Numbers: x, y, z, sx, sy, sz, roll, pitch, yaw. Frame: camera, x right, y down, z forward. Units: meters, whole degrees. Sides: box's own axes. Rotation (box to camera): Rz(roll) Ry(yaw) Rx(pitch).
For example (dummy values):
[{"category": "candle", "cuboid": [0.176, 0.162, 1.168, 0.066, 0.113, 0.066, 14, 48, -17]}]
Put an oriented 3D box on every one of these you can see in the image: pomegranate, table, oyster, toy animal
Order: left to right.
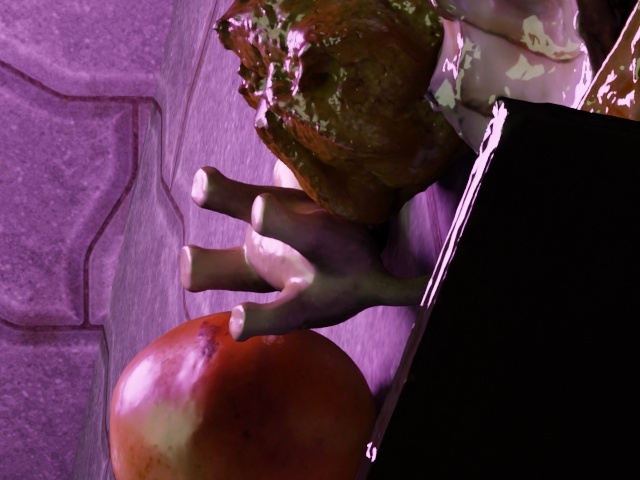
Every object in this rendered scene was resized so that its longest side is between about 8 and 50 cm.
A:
[{"category": "pomegranate", "cuboid": [-0.057, 0.157, 1.144, 0.209, 0.209, 0.209, -170, 90, -76]}, {"category": "toy animal", "cuboid": [-0.015, -0.004, 1.131, 0.233, 0.169, 0.121, -125, 42, -69]}, {"category": "oyster", "cuboid": [0.115, -0.151, 0.811, 0.275, 0.100, 0.271, 53, 145, 31]}, {"category": "table", "cuboid": [0.116, 0.142, 0.475, 0.250, 0.196, 0.282, -102, 26, -58]}]

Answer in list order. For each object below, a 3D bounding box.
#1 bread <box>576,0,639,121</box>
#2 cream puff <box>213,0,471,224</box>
[{"category": "bread", "cuboid": [0.177, -0.093, 0.604, 0.098, 0.087, 0.269, -95, 22, -45]}, {"category": "cream puff", "cuboid": [0.035, -0.137, 1.049, 0.244, 0.196, 0.244, -53, 1, 1]}]
